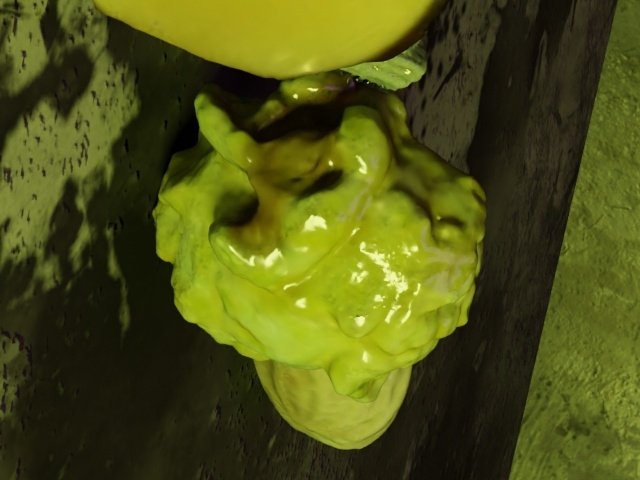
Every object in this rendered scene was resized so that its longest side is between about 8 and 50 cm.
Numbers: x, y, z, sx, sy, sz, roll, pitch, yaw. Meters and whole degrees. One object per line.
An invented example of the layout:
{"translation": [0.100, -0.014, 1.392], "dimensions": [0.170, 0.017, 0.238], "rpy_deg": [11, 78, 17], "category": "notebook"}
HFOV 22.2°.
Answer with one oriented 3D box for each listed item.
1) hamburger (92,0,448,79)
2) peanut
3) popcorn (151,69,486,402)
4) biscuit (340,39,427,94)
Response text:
{"translation": [-0.025, -0.255, 0.931], "dimensions": [0.236, 0.276, 0.276], "rpy_deg": [-72, 163, -45], "category": "hamburger"}
{"translation": [0.014, 0.040, 1.411], "dimensions": [0.152, 0.152, 0.313], "rpy_deg": [-41, 143, -58], "category": "peanut"}
{"translation": [0.000, 0.000, 1.169], "dimensions": [0.195, 0.256, 0.255], "rpy_deg": [-46, 137, -39], "category": "popcorn"}
{"translation": [-0.003, -0.228, 1.135], "dimensions": [0.150, 0.052, 0.252], "rpy_deg": [21, 46, -37], "category": "biscuit"}
